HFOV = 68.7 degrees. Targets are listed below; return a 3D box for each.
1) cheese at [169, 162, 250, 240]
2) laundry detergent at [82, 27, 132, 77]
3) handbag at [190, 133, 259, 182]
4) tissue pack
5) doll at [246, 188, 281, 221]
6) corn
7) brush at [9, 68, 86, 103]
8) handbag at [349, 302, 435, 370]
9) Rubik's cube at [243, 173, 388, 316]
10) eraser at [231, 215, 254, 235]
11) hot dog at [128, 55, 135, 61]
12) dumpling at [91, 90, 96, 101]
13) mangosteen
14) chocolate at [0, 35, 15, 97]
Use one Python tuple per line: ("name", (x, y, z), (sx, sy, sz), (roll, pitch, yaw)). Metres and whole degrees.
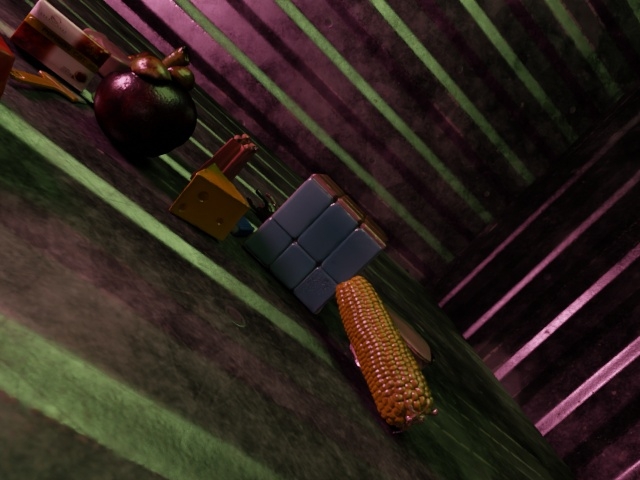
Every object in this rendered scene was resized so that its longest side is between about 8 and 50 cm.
("cheese", (-0.232, -0.097, 0.942), (0.126, 0.093, 0.171), (34, 13, -34))
("laundry detergent", (-0.603, -0.519, 1.286), (0.237, 0.076, 0.171), (46, 10, 14))
("handbag", (-0.231, -0.193, 1.169), (0.059, 0.157, 0.212), (43, 10, -6))
("tissue pack", (-0.521, -0.391, 0.947), (0.149, 0.106, 0.099), (37, -1, -34))
("doll", (-0.133, -0.069, 1.371), (0.165, 0.057, 0.139), (50, 7, 7))
("corn", (0.111, 0.206, 0.894), (0.106, 0.106, 0.305), (30, 29, -56))
("brush", (-0.507, -0.288, 0.858), (0.082, 0.010, 0.218), (42, 7, -11))
("handbag", (0.157, 0.240, 1.028), (0.179, 0.116, 0.205), (45, 9, 8))
("Rubik's cube", (0.000, 0.000, 1.087), (0.224, 0.231, 0.221), (46, 10, -1))
("eraser", (-0.191, -0.040, 1.061), (0.063, 0.027, 0.085), (44, 9, 10))
("hot dog", (-0.619, -0.592, 1.612), (0.099, 0.053, 0.192), (46, 11, -8))
("dumpling", (-0.408, -0.280, 1.048), (0.150, 0.093, 0.176), (62, 7, 19))
("mangosteen", (-0.328, -0.277, 0.910), (0.194, 0.230, 0.194), (23, 14, -6))
("chocolate", (-0.504, -0.274, 0.533), (0.237, 0.108, 0.235), (47, 8, 26))
